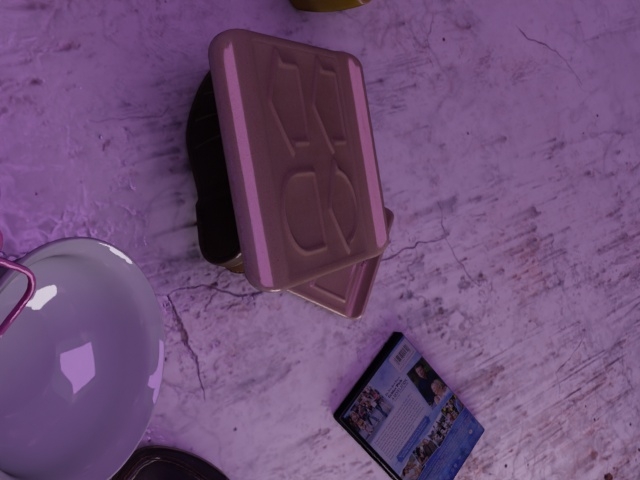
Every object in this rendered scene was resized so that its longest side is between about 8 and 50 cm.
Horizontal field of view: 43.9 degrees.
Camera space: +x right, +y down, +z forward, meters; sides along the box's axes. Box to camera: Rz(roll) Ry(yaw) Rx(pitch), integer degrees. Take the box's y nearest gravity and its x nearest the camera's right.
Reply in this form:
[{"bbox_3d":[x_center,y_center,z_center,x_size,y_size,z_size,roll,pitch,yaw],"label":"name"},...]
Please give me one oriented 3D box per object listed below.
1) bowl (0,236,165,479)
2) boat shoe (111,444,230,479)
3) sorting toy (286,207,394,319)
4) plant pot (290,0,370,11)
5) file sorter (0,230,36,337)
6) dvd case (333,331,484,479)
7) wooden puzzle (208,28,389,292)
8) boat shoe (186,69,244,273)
[{"bbox_3d":[-0.327,0.142,0.920,0.298,0.134,0.298,-6,96,-61],"label":"bowl"},{"bbox_3d":[-0.119,0.396,1.061,0.355,0.130,0.132,43,66,-22],"label":"boat shoe"},{"bbox_3d":[0.000,0.000,1.224,0.208,0.038,0.193,25,74,-23],"label":"sorting toy"},{"bbox_3d":[0.016,-0.461,1.174,0.212,0.187,0.212,-45,110,-26],"label":"plant pot"},{"bbox_3d":[-0.435,-0.001,0.721,0.182,0.290,0.202,-51,155,0],"label":"file sorter"},{"bbox_3d":[0.151,0.300,1.300,0.253,0.022,0.180,49,65,-19],"label":"dvd case"},{"bbox_3d":[-0.031,-0.111,1.100,0.348,0.080,0.322,-14,95,-59],"label":"wooden puzzle"},{"bbox_3d":[-0.118,-0.103,1.126,0.104,0.110,0.307,24,63,-58],"label":"boat shoe"}]
